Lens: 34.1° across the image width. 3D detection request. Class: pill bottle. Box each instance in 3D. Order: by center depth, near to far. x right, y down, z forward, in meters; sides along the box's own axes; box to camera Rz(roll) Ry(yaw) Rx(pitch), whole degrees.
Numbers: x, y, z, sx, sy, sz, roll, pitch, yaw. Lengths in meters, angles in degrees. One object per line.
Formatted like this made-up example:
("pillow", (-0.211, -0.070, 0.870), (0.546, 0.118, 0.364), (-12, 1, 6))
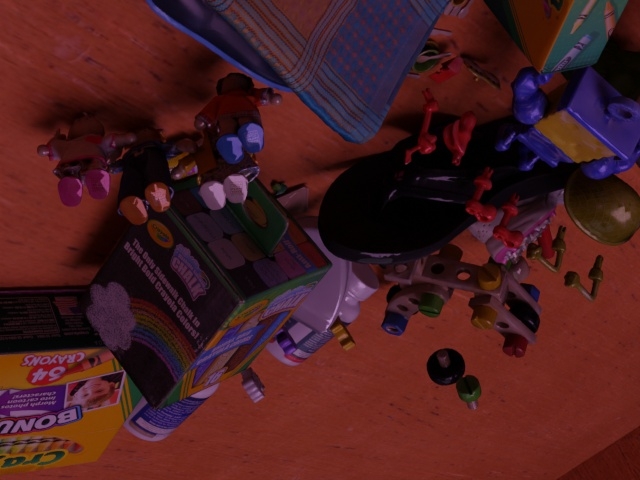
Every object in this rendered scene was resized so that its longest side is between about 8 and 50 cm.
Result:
("pill bottle", (-0.168, -0.093, 1.216), (0.083, 0.043, 0.043), (-21, 148, -12))
("pill bottle", (-0.214, 0.204, 1.552), (0.112, 0.112, 0.187), (14, 131, -48))
("pill bottle", (-0.004, 0.095, 1.559), (0.180, 0.108, 0.108), (-40, 147, 20))

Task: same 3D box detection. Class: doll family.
("doll family", (-0.159, -0.087, 1.112), (0.263, 0.163, 0.118), (-15, 124, 1))

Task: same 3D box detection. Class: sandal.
("sandal", (0.185, -0.104, 1.381), (0.446, 0.167, 0.107), (-24, 143, -24))

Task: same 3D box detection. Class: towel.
("towel", (0.026, -0.275, 0.995), (0.271, 0.040, 0.370), (-58, 147, -4))

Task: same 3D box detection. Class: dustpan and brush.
("dustpan and brush", (0.000, 0.000, 1.411), (0.211, 0.147, 0.060), (-58, -177, 9))

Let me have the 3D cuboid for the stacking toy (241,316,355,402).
("stacking toy", (-0.075, 0.102, 1.474), (0.167, 0.052, 0.221), (-32, 104, 4))

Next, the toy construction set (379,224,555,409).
("toy construction set", (0.222, 0.034, 1.574), (0.309, 0.257, 0.237), (-42, 139, -16))

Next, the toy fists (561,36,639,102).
("toy fists", (0.462, -0.205, 1.445), (0.279, 0.142, 0.096), (2, 138, -40))

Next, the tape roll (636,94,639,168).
("tape roll", (0.578, -0.198, 1.333), (0.392, 0.072, 0.392), (-19, 149, -12))

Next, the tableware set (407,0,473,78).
("tableware set", (0.123, -0.244, 1.238), (0.104, 0.024, 0.154), (2, 139, -39))

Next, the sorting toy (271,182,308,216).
("sorting toy", (-0.046, -0.055, 1.398), (0.062, 0.012, 0.083), (-20, 148, -17))

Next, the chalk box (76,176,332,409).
("chalk box", (-0.127, 0.035, 1.267), (0.179, 0.180, 0.289), (-19, 155, -53))

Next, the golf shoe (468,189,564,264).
("golf shoe", (0.319, -0.102, 1.525), (0.306, 0.140, 0.115), (-40, 164, -28))

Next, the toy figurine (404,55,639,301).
("toy figurine", (0.309, -0.097, 1.246), (0.363, 0.191, 0.217), (38, 152, -17))

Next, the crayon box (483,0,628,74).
("crayon box", (0.263, -0.331, 1.081), (0.081, 0.165, 0.278), (-13, 146, -23))

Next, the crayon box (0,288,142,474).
("crayon box", (-0.417, 0.199, 1.393), (0.363, 0.106, 0.313), (0, 139, -38))

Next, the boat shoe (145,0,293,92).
("boat shoe", (-0.062, -0.222, 1.047), (0.089, 0.109, 0.258), (-38, 150, 25))
